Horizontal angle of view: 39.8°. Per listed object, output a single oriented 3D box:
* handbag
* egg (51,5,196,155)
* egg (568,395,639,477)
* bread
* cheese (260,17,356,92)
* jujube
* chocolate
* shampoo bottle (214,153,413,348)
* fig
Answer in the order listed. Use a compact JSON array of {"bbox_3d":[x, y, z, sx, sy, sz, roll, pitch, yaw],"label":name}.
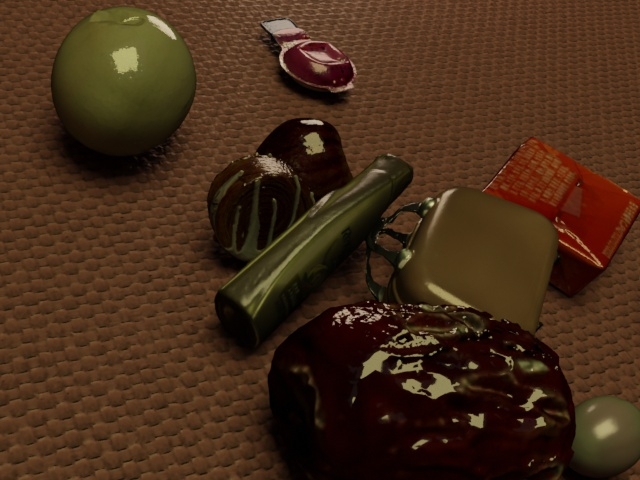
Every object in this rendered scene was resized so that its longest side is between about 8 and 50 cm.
[{"bbox_3d":[0.195,0.047,1.310,0.283,0.149,0.302,26,45,4],"label":"handbag"},{"bbox_3d":[-0.302,-0.247,1.368,0.219,0.219,0.269,10,44,-11],"label":"egg"},{"bbox_3d":[0.378,0.263,1.186,0.135,0.103,0.103,-16,54,-32],"label":"egg"},{"bbox_3d":[-0.085,-0.042,1.282,0.160,0.161,0.073,-7,33,-27],"label":"bread"},{"bbox_3d":[-0.025,-0.355,1.698,0.155,0.062,0.244,-19,54,-36],"label":"cheese"},{"bbox_3d":[0.124,0.201,1.064,0.376,0.258,0.258,5,44,-7],"label":"jujube"},{"bbox_3d":[0.397,-0.041,1.504,0.234,0.108,0.237,32,43,14],"label":"chocolate"},{"bbox_3d":[0.000,0.000,1.243,0.084,0.126,0.350,37,61,19],"label":"shampoo bottle"},{"bbox_3d":[-0.039,-0.123,1.386,0.202,0.149,0.148,17,-1,-22],"label":"fig"}]
